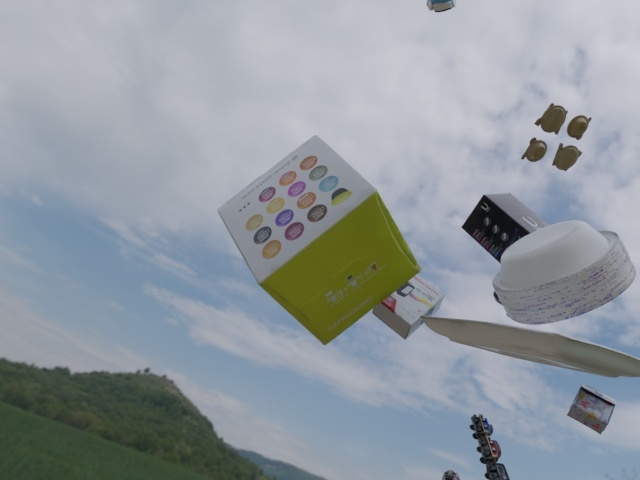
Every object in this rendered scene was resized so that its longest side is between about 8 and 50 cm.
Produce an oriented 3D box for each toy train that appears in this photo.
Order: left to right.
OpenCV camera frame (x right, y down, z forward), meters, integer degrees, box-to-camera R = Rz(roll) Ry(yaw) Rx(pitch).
[{"bbox_3d":[0.272,0.337,0.766,0.036,0.158,0.027,2,-70,4],"label":"toy train"}]

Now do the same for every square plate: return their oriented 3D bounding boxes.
[{"bbox_3d":[0.446,0.227,1.004,0.343,0.049,0.347,19,-12,-27],"label":"square plate"}]

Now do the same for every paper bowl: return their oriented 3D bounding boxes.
[{"bbox_3d":[0.531,0.057,1.079,0.284,0.284,0.148,-26,-86,53],"label":"paper bowl"}]

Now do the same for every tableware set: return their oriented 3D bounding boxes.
[{"bbox_3d":[0.564,-0.241,1.125,0.168,0.020,0.141,9,-63,-19],"label":"tableware set"}]

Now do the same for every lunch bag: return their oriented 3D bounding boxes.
[{"bbox_3d":[0.552,0.333,0.963,0.071,0.083,0.053,29,-45,31],"label":"lunch bag"}]

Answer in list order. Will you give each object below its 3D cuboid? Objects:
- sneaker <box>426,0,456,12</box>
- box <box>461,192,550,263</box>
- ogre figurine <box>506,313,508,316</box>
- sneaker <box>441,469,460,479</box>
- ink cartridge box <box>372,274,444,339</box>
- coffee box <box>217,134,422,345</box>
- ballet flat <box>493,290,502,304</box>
[{"bbox_3d":[0.234,-0.540,0.951,0.071,0.191,0.083,-10,-41,4],"label":"sneaker"},{"bbox_3d":[0.615,-0.016,1.500,0.270,0.165,0.144,51,-49,33],"label":"box"},{"bbox_3d":[0.727,0.225,1.689,0.196,0.097,0.118,20,-62,-39],"label":"ogre figurine"},{"bbox_3d":[0.364,0.696,1.355,0.071,0.077,0.178,1,-22,18],"label":"sneaker"},{"bbox_3d":[0.259,0.186,1.396,0.127,0.175,0.073,37,-41,27],"label":"ink cartridge box"},{"bbox_3d":[0.000,0.000,1.251,0.338,0.337,0.334,52,0,-44],"label":"coffee box"},{"bbox_3d":[0.752,0.240,1.852,0.074,0.074,0.203,39,-3,-29],"label":"ballet flat"}]
